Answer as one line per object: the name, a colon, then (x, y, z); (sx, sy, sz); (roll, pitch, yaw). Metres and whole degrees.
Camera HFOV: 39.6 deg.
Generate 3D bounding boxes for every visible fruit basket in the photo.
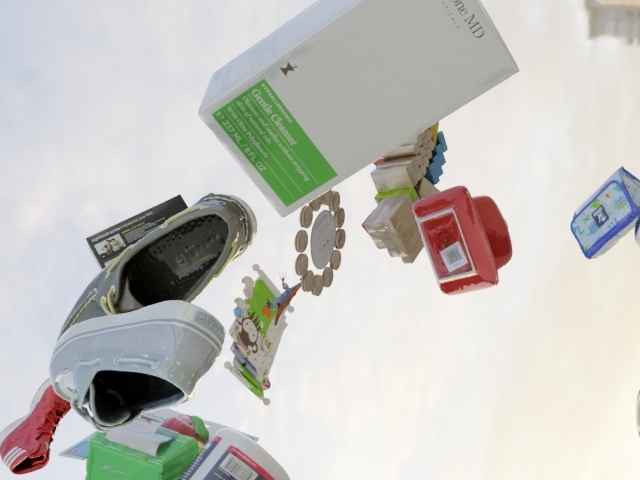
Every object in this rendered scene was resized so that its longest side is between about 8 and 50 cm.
fruit basket: (-0.353, 0.453, 2.008); (0.353, 0.327, 0.165); (-32, -48, -63)

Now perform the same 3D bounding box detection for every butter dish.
butter dish: (0.237, -0.008, 1.361); (0.118, 0.160, 0.160); (-17, -92, -28)

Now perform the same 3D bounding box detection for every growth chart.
growth chart: (-0.122, 0.180, 1.734); (0.172, 0.021, 0.237); (46, -131, -41)

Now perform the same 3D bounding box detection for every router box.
router box: (-0.280, 0.018, 1.482); (0.179, 0.133, 0.046); (-27, -21, -18)

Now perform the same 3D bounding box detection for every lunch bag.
lunch bag: (0.514, -0.043, 1.568); (0.129, 0.096, 0.151); (-51, 5, 32)

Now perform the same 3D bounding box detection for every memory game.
memory game: (0.000, 0.000, 1.441); (0.186, 0.012, 0.186); (7, -90, -65)

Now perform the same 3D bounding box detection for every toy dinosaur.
toy dinosaur: (-0.055, 0.096, 1.560); (0.047, 0.082, 0.090); (13, -124, -81)

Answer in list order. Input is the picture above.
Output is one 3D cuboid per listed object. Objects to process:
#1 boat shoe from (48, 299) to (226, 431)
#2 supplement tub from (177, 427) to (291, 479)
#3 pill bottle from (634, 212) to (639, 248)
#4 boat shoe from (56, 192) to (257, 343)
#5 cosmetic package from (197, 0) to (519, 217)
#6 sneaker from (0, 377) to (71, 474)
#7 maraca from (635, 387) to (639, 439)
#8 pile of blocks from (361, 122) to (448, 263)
boat shoe: (-0.170, 0.113, 0.735); (0.079, 0.227, 0.081); (44, -132, -24)
supplement tub: (-0.202, 0.524, 1.734); (0.272, 0.191, 0.191); (-50, -39, -22)
pill bottle: (0.505, -0.034, 1.262); (0.169, 0.094, 0.094); (60, -131, -69)
boat shoe: (-0.207, 0.057, 1.048); (0.305, 0.109, 0.091); (-40, -1, 8)
cosmetic package: (0.046, -0.219, 1.161); (0.197, 0.365, 0.155); (50, -160, -23)
sneaker: (-0.509, 0.353, 1.682); (0.221, 0.128, 0.087); (-51, -49, -6)
maraca: (0.380, 0.190, 0.837); (0.099, 0.186, 0.127); (-19, -57, -33)
pile of blocks: (0.159, -0.125, 1.703); (0.149, 0.113, 0.362); (38, -121, -41)
